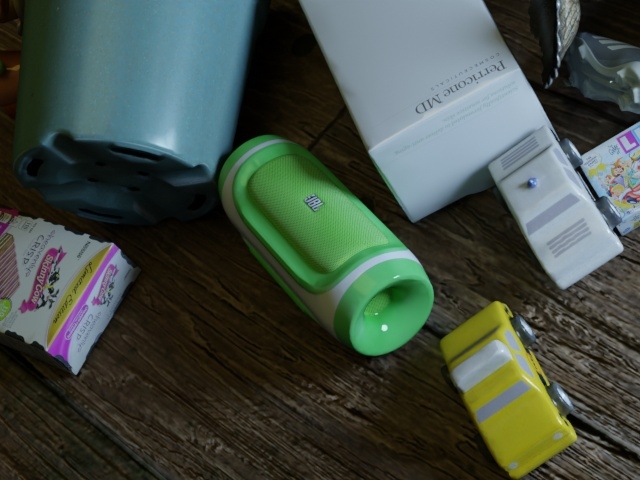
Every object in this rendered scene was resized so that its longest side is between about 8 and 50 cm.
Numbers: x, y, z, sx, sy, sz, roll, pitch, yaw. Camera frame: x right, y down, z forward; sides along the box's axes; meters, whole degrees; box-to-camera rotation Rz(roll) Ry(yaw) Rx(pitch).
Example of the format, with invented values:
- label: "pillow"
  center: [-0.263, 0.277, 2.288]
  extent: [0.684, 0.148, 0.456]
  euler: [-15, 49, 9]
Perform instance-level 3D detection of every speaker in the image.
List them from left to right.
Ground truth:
- label: "speaker"
  center: [0.000, 0.000, 1.766]
  extent: [0.131, 0.131, 0.296]
  euler: [-43, 48, -1]

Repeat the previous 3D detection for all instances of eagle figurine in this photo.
- label: "eagle figurine"
  center: [0.274, -0.320, 1.735]
  extent: [0.225, 0.226, 0.298]
  euler: [-17, 50, -26]

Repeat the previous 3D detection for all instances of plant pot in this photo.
- label: "plant pot"
  center: [-0.227, -0.217, 1.931]
  extent: [0.341, 0.341, 0.334]
  euler: [-6, 64, 27]

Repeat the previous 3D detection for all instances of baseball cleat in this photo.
- label: "baseball cleat"
  center: [0.343, -0.185, 1.724]
  extent: [0.109, 0.072, 0.206]
  euler: [-13, 27, -12]

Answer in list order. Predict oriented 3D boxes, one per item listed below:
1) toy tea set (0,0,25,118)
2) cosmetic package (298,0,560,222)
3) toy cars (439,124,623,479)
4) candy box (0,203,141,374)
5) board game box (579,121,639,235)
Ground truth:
- label: "toy tea set"
  center: [-0.424, -0.242, 2.051]
  extent: [0.124, 0.336, 0.200]
  euler: [-7, 45, 10]
- label: "cosmetic package"
  center: [0.109, -0.225, 1.834]
  extent: [0.197, 0.155, 0.365]
  euler: [-29, 48, 7]
- label: "toy cars"
  center: [0.205, 0.045, 1.621]
  extent: [0.176, 0.087, 0.393]
  euler: [2, 65, 37]
- label: "candy box"
  center: [-0.360, 0.057, 1.977]
  extent: [0.233, 0.071, 0.159]
  euler: [17, 69, 37]
- label: "board game box"
  center: [0.362, -0.085, 1.674]
  extent: [0.154, 0.026, 0.103]
  euler: [-31, 49, 9]
